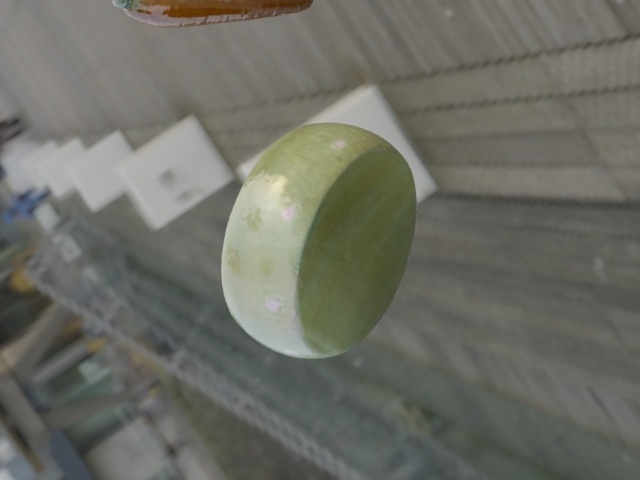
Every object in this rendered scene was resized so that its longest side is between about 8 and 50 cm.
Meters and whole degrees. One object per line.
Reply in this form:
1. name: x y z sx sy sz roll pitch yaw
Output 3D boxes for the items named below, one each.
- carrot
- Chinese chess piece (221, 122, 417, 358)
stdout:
1. carrot: -0.066 -0.151 1.113 0.035 0.142 0.035 178 90 -65
2. Chinese chess piece: 0.000 0.000 1.061 0.058 0.144 0.144 19 150 31
